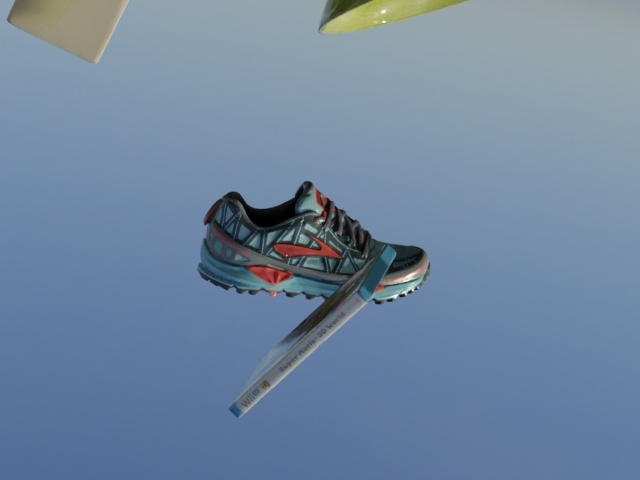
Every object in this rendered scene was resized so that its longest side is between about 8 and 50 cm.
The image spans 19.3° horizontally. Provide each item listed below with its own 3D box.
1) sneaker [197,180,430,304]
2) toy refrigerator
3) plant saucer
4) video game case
[{"bbox_3d":[0.000,0.000,2.083,0.262,0.125,0.104,4,-164,-13],"label":"sneaker"},{"bbox_3d":[-0.164,-0.289,1.539,0.094,0.269,0.102,26,-148,-11],"label":"toy refrigerator"},{"bbox_3d":[0.108,-0.219,1.504,0.241,0.037,0.241,-17,180,0],"label":"plant saucer"},{"bbox_3d":[-0.006,0.078,1.632,0.015,0.166,0.119,45,-156,-5],"label":"video game case"}]
